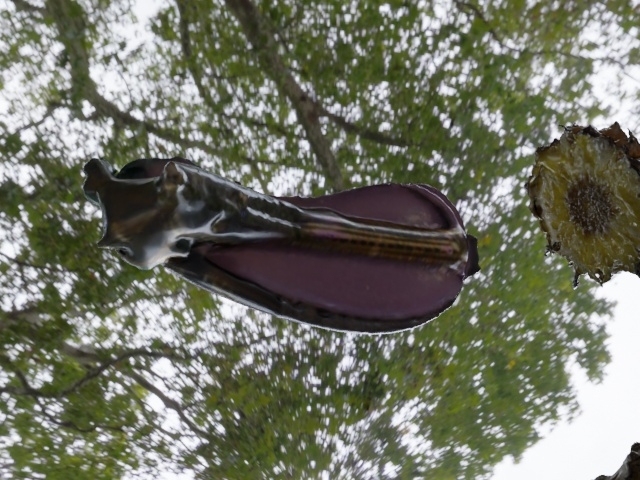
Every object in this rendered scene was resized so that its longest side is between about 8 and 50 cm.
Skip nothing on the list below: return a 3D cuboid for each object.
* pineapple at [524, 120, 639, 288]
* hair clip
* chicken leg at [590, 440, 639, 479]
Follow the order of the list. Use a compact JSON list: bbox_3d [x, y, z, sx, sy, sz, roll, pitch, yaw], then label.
[{"bbox_3d":[0.330,-0.041,1.013,0.047,0.221,0.221,-21,-109,-31],"label":"pineapple"},{"bbox_3d":[0.000,0.002,0.643,0.095,0.359,0.110,-54,-134,24],"label":"hair clip"},{"bbox_3d":[0.323,0.277,0.943,0.178,0.070,0.093,-25,-127,36],"label":"chicken leg"}]
